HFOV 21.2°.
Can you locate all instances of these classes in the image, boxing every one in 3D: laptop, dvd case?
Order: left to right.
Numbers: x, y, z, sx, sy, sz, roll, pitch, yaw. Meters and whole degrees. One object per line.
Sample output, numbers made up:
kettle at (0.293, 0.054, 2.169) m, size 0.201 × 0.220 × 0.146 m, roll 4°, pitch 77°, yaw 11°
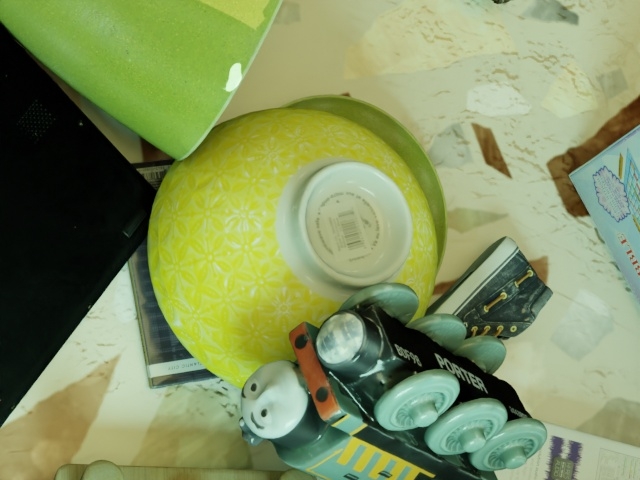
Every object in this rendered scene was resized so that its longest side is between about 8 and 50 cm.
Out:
laptop at (-0.430, -0.030, 1.578) m, size 0.382 × 0.236 × 0.408 m, roll -54°, pitch 125°, yaw -18°
dvd case at (-0.107, 0.025, 1.685) m, size 0.164 × 0.018 × 0.221 m, roll -8°, pitch 81°, yaw -21°

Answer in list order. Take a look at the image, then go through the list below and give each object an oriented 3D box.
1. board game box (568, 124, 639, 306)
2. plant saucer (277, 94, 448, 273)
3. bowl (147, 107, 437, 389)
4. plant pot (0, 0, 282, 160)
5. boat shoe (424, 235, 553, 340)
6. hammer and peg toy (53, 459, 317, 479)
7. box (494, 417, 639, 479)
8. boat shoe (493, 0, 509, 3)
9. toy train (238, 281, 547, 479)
board game box at (0.404, 0.016, 1.685) m, size 0.066 × 0.318 × 0.319 m, roll -25°, pitch 84°, yaw -21°
plant saucer at (0.014, -0.025, 1.715) m, size 0.241 × 0.037 × 0.241 m, roll 6°, pitch 76°, yaw -24°
bowl at (0.000, 0.000, 1.594) m, size 0.289 × 0.156 × 0.289 m, roll 5°, pitch 77°, yaw -24°
plant pot at (-0.200, -0.259, 1.568) m, size 0.293 × 0.275 × 0.275 m, roll 26°, pitch 72°, yaw -14°
boat shoe at (0.158, 0.082, 1.737) m, size 0.183 × 0.065 × 0.083 m, roll -43°, pitch 93°, yaw -22°
hammer and peg toy at (-0.102, 0.371, 1.511) m, size 0.266 × 0.127 × 0.361 m, roll 4°, pitch 58°, yaw -18°
box at (0.262, 0.314, 1.733) m, size 0.322 × 0.058 × 0.232 m, roll 16°, pitch 75°, yaw -14°
boat shoe at (0.112, -0.344, 1.801) m, size 0.095 × 0.095 × 0.257 m, roll -35°, pitch 86°, yaw -7°
toy train at (0.069, 0.159, 1.551) m, size 0.190 × 0.334 × 0.142 m, roll -37°, pitch 55°, yaw 17°
